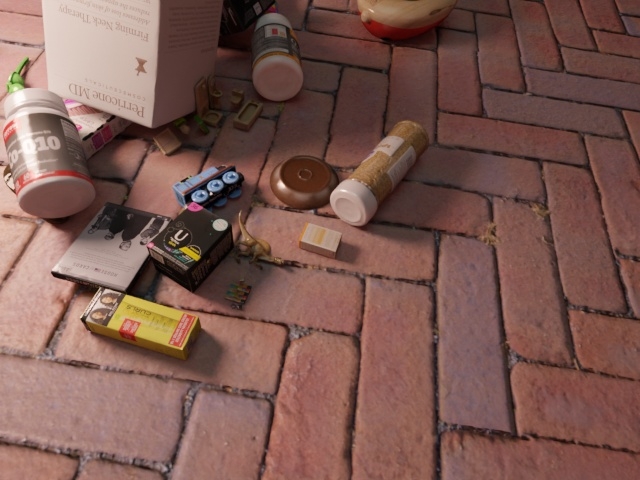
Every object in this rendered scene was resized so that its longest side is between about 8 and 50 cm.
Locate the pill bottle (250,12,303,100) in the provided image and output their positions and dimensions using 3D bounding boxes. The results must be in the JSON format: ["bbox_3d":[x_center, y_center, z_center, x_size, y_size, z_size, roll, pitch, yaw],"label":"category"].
[{"bbox_3d":[-0.145,-0.600,1.486,0.162,0.162,0.279,-2,56,-8],"label":"pill bottle"}]

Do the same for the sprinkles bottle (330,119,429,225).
[{"bbox_3d":[0.170,-0.192,1.262,0.121,0.121,0.355,32,58,15],"label":"sprinkles bottle"}]

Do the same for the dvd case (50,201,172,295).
[{"bbox_3d":[-0.486,0.013,1.090,0.179,0.030,0.239,14,48,3],"label":"dvd case"}]

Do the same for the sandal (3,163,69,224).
[{"bbox_3d":[-0.716,-0.119,1.162,0.219,0.060,0.090,43,57,5],"label":"sandal"}]

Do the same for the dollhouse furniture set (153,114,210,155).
[{"bbox_3d":[-0.405,-0.304,1.338,0.151,0.058,0.076,-38,73,-6],"label":"dollhouse furniture set"}]

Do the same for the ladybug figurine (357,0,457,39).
[{"bbox_3d":[0.319,-0.881,1.727,0.449,0.162,0.305,-28,63,-23],"label":"ladybug figurine"}]

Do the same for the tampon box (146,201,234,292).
[{"bbox_3d":[-0.301,0.014,1.081,0.120,0.102,0.161,29,57,13],"label":"tampon box"}]

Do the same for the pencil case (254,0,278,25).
[{"bbox_3d":[-0.209,-0.875,1.711,0.104,0.104,0.237,-3,54,-8],"label":"pencil case"}]

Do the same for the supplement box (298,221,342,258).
[{"bbox_3d":[0.000,0.000,1.162,0.098,0.036,0.062,18,55,7],"label":"supplement box"}]

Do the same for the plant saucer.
[{"bbox_3d":[-0.043,-0.175,1.280,0.198,0.036,0.199,3,54,-4],"label":"plant saucer"}]

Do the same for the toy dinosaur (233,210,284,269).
[{"bbox_3d":[-0.172,0.015,1.137,0.183,0.053,0.092,46,47,15],"label":"toy dinosaur"}]

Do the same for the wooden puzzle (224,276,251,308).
[{"bbox_3d":[-0.194,0.123,1.076,0.049,0.006,0.083,17,56,6],"label":"wooden puzzle"}]

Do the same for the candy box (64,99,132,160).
[{"bbox_3d":[-0.675,-0.327,1.296,0.159,0.071,0.233,26,57,11],"label":"candy box"}]

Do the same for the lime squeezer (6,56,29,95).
[{"bbox_3d":[-0.892,-0.474,1.385,0.109,0.059,0.310,-31,63,-24],"label":"lime squeezer"}]

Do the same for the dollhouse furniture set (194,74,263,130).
[{"bbox_3d":[-0.269,-0.423,1.368,0.151,0.123,0.144,19,53,7],"label":"dollhouse furniture set"}]

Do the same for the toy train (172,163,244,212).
[{"bbox_3d":[-0.291,-0.139,1.205,0.105,0.080,0.184,38,60,26],"label":"toy train"}]

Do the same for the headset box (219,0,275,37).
[{"bbox_3d":[-0.336,-0.791,1.570,0.293,0.110,0.218,5,50,35],"label":"headset box"}]

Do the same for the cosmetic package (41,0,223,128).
[{"bbox_3d":[-0.488,-0.569,1.231,0.329,0.394,0.327,20,31,6],"label":"cosmetic package"}]

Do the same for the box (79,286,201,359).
[{"bbox_3d":[-0.383,0.179,0.986,0.232,0.058,0.087,17,54,5],"label":"box"}]

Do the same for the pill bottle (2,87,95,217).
[{"bbox_3d":[-0.659,-0.212,1.101,0.161,0.161,0.283,-19,71,-18],"label":"pill bottle"}]
